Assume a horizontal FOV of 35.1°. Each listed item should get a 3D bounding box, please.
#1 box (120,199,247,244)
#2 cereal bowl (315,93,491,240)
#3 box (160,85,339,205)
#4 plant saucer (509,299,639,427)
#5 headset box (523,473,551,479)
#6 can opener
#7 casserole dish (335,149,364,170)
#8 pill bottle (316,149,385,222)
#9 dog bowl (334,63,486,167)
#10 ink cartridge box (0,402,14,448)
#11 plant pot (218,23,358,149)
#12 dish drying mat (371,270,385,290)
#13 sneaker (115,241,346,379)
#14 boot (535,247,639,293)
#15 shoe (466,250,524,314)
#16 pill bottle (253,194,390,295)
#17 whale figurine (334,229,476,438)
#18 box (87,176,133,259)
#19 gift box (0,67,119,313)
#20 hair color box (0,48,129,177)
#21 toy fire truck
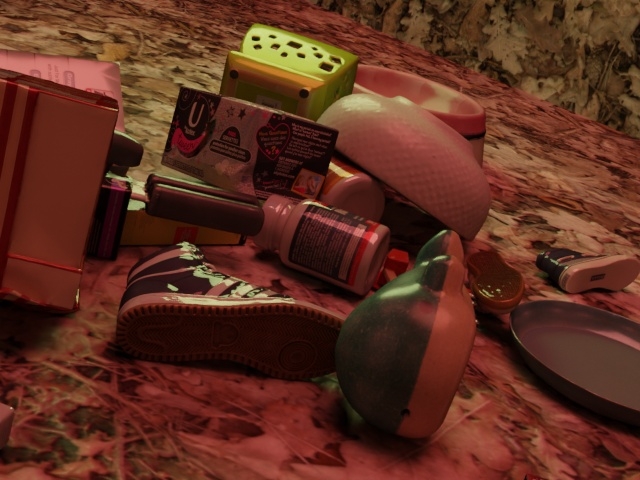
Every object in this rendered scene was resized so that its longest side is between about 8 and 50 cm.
[{"bbox_3d":[-0.218,-0.034,1.462,0.232,0.058,0.087,0,27,-38],"label":"box"},{"bbox_3d":[0.158,-0.148,1.741,0.339,0.141,0.339,34,5,-3],"label":"cereal bowl"},{"bbox_3d":[-0.119,-0.151,1.619,0.163,0.142,0.247,12,6,-39],"label":"box"},{"bbox_3d":[0.410,0.176,1.412,0.318,0.043,0.317,14,22,-6],"label":"plant saucer"},{"bbox_3d":[0.227,0.272,1.002,0.083,0.062,0.032,17,20,-1],"label":"headset box"},{"bbox_3d":[-0.207,-0.081,1.371,0.283,0.095,0.076,12,21,-21],"label":"can opener"},{"bbox_3d":[0.102,-0.180,1.960,0.114,0.188,0.037,3,64,-50],"label":"casserole dish"},{"bbox_3d":[0.003,-0.093,1.684,0.121,0.121,0.216,1,26,-35],"label":"pill bottle"},{"bbox_3d":[0.177,-0.262,2.204,0.408,0.150,0.408,15,21,-6],"label":"dog bowl"},{"bbox_3d":[-0.408,0.166,0.830,0.223,0.045,0.224,20,22,11],"label":"ink cartridge box"},{"bbox_3d":[-0.078,-0.256,1.909,0.227,0.228,0.207,19,27,8],"label":"plant pot"},{"bbox_3d":[0.091,0.060,1.521,0.032,0.008,0.083,27,24,24],"label":"dish drying mat"},{"bbox_3d":[-0.099,0.079,1.204,0.282,0.099,0.153,7,24,-14],"label":"sneaker"},{"bbox_3d":[0.466,0.041,1.753,0.190,0.069,0.086,-1,30,-35],"label":"boot"},{"bbox_3d":[0.263,0.073,1.516,0.077,0.058,0.219,-8,16,4],"label":"shoe"},{"bbox_3d":[0.000,0.000,1.462,0.180,0.108,0.108,21,21,13],"label":"pill bottle"},{"bbox_3d":[0.098,0.093,1.155,0.141,0.216,0.272,16,41,2],"label":"whale figurine"},{"bbox_3d":[-0.333,-0.040,1.305,0.162,0.116,0.029,10,36,-15],"label":"box"},{"bbox_3d":[-0.370,-0.057,1.119,0.255,0.258,0.276,14,9,-9],"label":"gift box"},{"bbox_3d":[-0.467,-0.165,1.403,0.374,0.113,0.185,3,61,-25],"label":"hair color box"},{"bbox_3d":[0.150,0.084,1.433,0.135,0.047,0.192,19,21,-3],"label":"toy fire truck"}]
